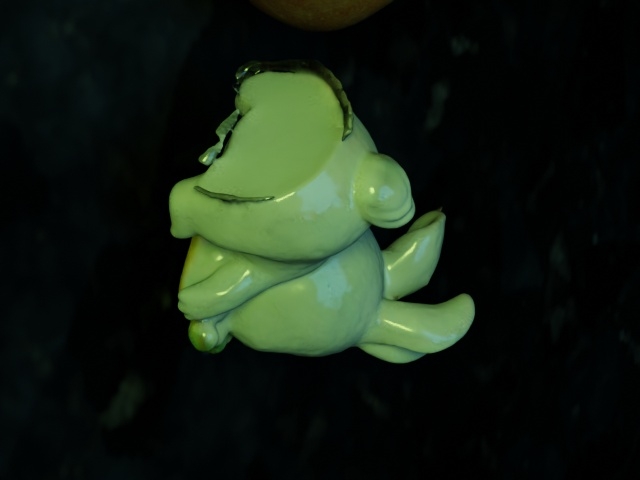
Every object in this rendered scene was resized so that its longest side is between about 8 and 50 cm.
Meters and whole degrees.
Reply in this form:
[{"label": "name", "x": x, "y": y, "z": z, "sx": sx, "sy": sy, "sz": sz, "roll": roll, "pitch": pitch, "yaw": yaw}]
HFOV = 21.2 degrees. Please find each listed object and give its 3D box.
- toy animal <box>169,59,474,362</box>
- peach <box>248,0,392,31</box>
[{"label": "toy animal", "x": -0.006, "y": -0.001, "z": 1.532, "sx": 0.310, "sy": 0.247, "sz": 0.183, "roll": 69, "pitch": 10, "yaw": -47}, {"label": "peach", "x": 0.009, "y": -0.313, "z": 1.492, "sx": 0.252, "sy": 0.252, "sz": 0.252, "roll": -10, "pitch": 103, "yaw": -50}]
